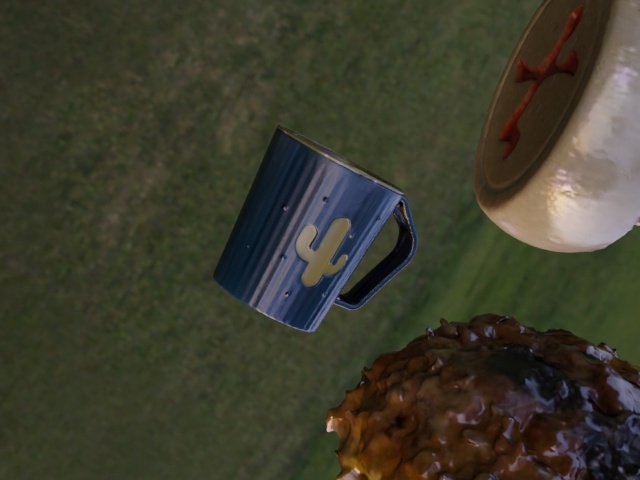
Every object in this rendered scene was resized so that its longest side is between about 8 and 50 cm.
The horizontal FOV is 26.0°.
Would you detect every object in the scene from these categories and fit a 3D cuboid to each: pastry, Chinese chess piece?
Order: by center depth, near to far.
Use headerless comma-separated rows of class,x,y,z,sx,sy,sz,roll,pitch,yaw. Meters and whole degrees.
pastry,0.204,0.238,1.178,0.337,0.405,0.292,-81,-165,-53
Chinese chess piece,0.299,-0.150,1.541,0.338,0.140,0.338,-61,-167,24

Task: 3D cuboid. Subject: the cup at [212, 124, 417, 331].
cup,0.000,0.000,1.274,0.155,0.176,0.131,-60,-154,5
